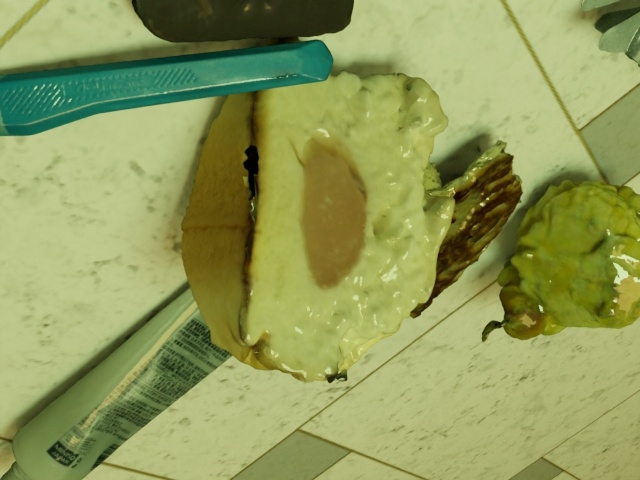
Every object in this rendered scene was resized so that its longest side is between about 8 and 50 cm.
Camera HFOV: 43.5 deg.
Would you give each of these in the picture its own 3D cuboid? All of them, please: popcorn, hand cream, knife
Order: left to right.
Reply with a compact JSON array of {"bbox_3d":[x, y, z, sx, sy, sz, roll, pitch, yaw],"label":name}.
[{"bbox_3d":[-0.133,-0.104,0.555,0.296,0.044,0.026,-9,-179,-12],"label":"knife"},{"bbox_3d":[-0.188,0.143,0.809,0.340,0.078,0.124,-40,140,1],"label":"hand cream"},{"bbox_3d":[0.277,0.026,0.895,0.195,0.173,0.168,-26,110,38],"label":"popcorn"}]

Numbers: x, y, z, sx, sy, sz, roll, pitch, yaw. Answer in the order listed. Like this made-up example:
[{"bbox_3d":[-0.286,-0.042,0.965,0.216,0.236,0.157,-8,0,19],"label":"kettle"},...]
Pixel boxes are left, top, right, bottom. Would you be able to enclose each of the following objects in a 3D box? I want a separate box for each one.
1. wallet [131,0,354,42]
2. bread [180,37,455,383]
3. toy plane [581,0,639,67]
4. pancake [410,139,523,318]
[{"bbox_3d":[-0.033,-0.255,0.468,0.165,0.042,0.310,-12,139,-23],"label":"wallet"},{"bbox_3d":[0.006,-0.003,0.635,0.183,0.211,0.224,7,135,-28],"label":"bread"},{"bbox_3d":[0.352,-0.256,0.668,0.212,0.088,0.267,11,127,-40],"label":"toy plane"},{"bbox_3d":[0.098,-0.003,0.816,0.257,0.056,0.212,-48,148,11],"label":"pancake"}]
